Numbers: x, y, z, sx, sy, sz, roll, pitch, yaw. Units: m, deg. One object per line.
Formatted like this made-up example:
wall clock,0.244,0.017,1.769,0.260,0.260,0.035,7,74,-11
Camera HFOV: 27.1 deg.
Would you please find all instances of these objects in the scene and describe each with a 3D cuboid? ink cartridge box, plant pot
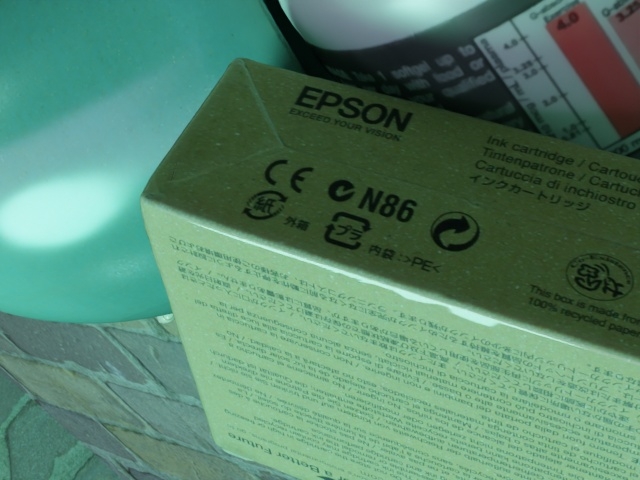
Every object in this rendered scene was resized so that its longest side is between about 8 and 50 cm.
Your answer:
ink cartridge box,0.061,0.044,0.540,0.234,0.088,0.193,17,147,18
plant pot,-0.104,-0.090,0.711,0.293,0.235,0.293,56,-164,-25

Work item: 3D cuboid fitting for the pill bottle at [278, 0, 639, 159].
pill bottle,0.109,-0.107,0.573,0.210,0.210,0.363,4,142,54

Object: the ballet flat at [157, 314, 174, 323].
ballet flat,-0.154,0.087,1.564,0.188,0.070,0.070,41,158,-10
